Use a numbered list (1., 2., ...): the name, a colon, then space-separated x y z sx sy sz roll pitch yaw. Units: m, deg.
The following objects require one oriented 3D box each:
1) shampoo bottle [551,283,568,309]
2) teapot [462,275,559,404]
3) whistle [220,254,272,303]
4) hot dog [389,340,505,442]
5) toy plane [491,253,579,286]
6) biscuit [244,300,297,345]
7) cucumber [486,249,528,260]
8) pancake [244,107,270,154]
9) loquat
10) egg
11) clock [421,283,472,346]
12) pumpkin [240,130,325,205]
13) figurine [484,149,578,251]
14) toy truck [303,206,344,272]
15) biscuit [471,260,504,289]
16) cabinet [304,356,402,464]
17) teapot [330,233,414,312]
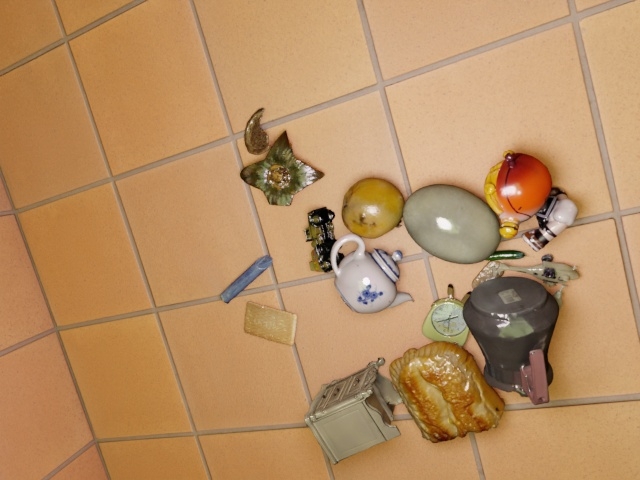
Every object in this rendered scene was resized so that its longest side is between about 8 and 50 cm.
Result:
1. shampoo bottle: 0.826 0.240 1.720 0.056 0.056 0.195 20 116 14
2. teapot: 0.669 0.349 1.631 0.306 0.376 0.361 -15 112 5
3. whistle: -0.328 0.169 2.123 0.304 0.062 0.062 -41 86 22
4. hot dog: 0.457 0.563 1.855 0.367 0.196 0.365 -31 102 30
5. toy plane: 0.765 0.111 1.711 0.287 0.092 0.108 7 133 10
6. biscuit: -0.223 0.369 2.145 0.250 0.030 0.160 12 105 17
7. cucumber: 0.671 0.054 1.758 0.168 0.039 0.039 -6 99 23
8. pancake: -0.248 -0.435 1.950 0.190 0.020 0.184 43 109 33
9. loquat: 0.201 -0.117 1.796 0.244 0.244 0.243 4 103 19
10. egg: 0.460 -0.058 1.693 0.352 0.258 0.258 35 110 9
11. clock: 0.502 0.290 1.853 0.170 0.069 0.231 21 107 15
12. pumpkin: -0.168 -0.266 1.955 0.290 0.095 0.258 -41 83 19
13. figurine: 0.677 -0.154 1.579 0.323 0.196 0.320 36 68 -8
14. toy truck: 0.003 -0.002 1.941 0.127 0.127 0.256 -4 100 35
15. biscuit: 0.628 0.139 1.802 0.071 0.018 0.147 38 112 11
16. cabinet: 0.152 0.675 1.940 0.318 0.290 0.227 -33 91 21
17. teapot: 0.200 0.133 1.832 0.280 0.252 0.424 -41 116 7
